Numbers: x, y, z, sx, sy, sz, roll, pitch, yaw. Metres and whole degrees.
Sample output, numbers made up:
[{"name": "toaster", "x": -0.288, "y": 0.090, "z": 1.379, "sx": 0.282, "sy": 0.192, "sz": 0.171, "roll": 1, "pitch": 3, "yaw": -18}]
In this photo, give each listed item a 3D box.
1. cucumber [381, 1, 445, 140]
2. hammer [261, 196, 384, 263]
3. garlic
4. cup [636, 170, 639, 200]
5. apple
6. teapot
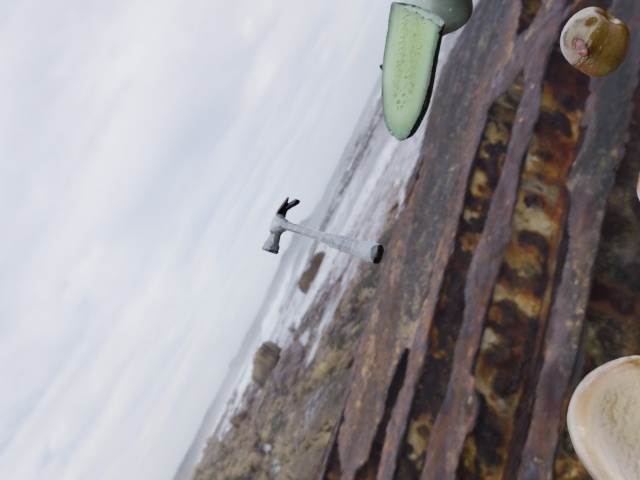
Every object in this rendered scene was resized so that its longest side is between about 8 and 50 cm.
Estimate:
[{"name": "cucumber", "x": 0.172, "y": -0.311, "z": 1.143, "sx": 0.063, "sy": 0.115, "sz": 0.244, "roll": -23, "pitch": -47, "yaw": -43}, {"name": "hammer", "x": -0.001, "y": 0.000, "z": 1.404, "sx": 0.427, "sy": 0.044, "sz": 0.152, "roll": 21, "pitch": 91, "yaw": 53}, {"name": "garlic", "x": 0.466, "y": 0.294, "z": 0.921, "sx": 0.164, "sy": 0.145, "sz": 0.245, "roll": -30, "pitch": 34, "yaw": 47}, {"name": "cup", "x": 0.568, "y": -0.137, "z": 0.858, "sx": 0.264, "sy": 0.182, "sz": 0.226, "roll": 64, "pitch": 179, "yaw": -43}, {"name": "apple", "x": 0.510, "y": -0.368, "z": 1.125, "sx": 0.102, "sy": 0.126, "sz": 0.126, "roll": -59, "pitch": 5, "yaw": 37}, {"name": "teapot", "x": 0.242, "y": -0.503, "z": 1.445, "sx": 0.251, "sy": 0.183, "sz": 0.183, "roll": -64, "pitch": 1, "yaw": 2}]
